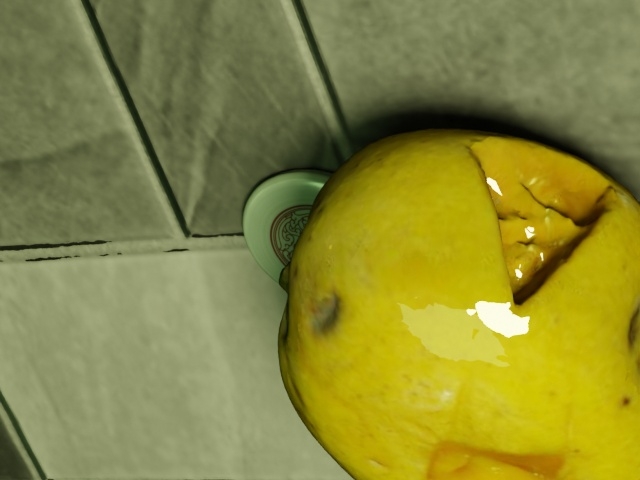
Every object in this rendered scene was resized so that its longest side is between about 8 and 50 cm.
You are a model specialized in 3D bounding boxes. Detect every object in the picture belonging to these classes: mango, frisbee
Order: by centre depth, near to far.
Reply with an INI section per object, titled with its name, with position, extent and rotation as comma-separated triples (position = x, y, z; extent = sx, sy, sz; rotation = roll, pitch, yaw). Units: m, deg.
[mango]
position = 0.128, 0.084, 1.206
extent = 0.253, 0.182, 0.365
rotation = -27, 124, 35
[frisbee]
position = 0.000, 0.000, 1.294
extent = 0.110, 0.014, 0.110
rotation = 13, 131, 15
